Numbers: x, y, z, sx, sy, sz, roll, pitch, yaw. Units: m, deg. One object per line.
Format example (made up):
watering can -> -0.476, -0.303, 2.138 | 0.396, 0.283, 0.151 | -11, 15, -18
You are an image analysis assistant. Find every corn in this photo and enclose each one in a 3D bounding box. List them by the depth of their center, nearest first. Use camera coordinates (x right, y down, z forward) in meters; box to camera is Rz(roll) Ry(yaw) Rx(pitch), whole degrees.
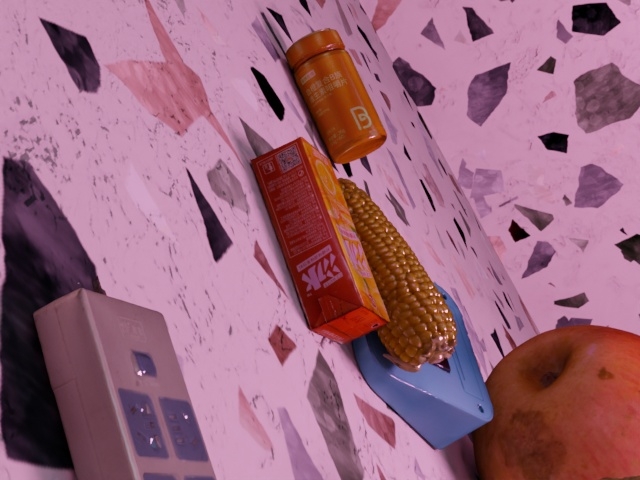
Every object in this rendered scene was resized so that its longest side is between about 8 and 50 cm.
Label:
corn -> 0.075, 0.038, 1.251 | 0.091, 0.091, 0.260 | 2, 51, -55

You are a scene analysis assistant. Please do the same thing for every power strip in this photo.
power strip -> -0.087, 0.184, 0.614 | 0.106, 0.043, 0.367 | 31, 35, -65

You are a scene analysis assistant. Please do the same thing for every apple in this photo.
apple -> 0.387, 0.290, 1.492 | 0.364, 0.364, 0.364 | 56, 16, -25

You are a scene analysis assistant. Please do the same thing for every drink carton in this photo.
drink carton -> 0.000, 0.000, 1.192 | 0.096, 0.071, 0.223 | 33, 34, -63

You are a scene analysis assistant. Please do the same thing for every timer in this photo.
timer -> 0.101, 0.132, 1.361 | 0.250, 0.091, 0.232 | 34, 31, -39

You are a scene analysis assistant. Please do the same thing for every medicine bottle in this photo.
medicine bottle -> 0.025, -0.223, 1.617 | 0.192, 0.096, 0.096 | 66, 15, 9

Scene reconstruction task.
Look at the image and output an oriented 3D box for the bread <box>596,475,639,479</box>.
bread -> 0.265, 0.430, 0.962 | 0.239, 0.264, 0.395 | -26, 103, -50
